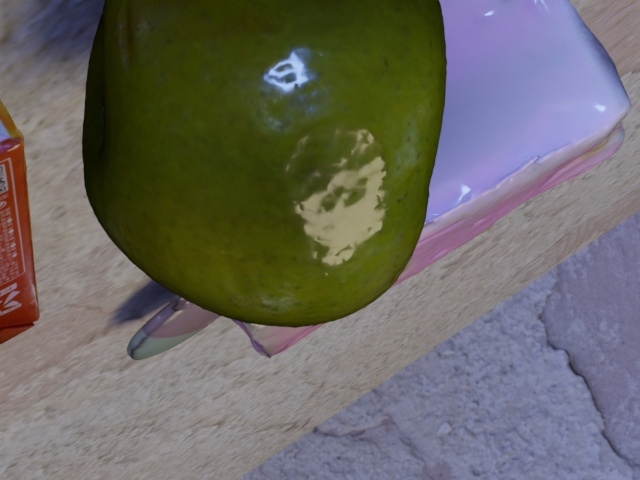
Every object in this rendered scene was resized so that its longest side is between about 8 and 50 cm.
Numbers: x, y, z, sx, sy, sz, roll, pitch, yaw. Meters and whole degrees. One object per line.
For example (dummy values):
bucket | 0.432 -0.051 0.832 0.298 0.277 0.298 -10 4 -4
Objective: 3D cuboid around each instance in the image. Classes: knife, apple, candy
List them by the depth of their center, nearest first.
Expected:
apple | -0.026 -0.060 0.697 0.157 0.196 0.196 3 156 -14
candy | 0.036 -0.061 0.898 0.265 0.155 0.116 -30 170 -10
knife | 0.000 -0.001 1.314 0.399 0.038 0.132 -25 167 -36

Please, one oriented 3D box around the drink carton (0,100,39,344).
drink carton | -0.176 -0.019 0.668 0.071 0.096 0.223 -30 167 -18
